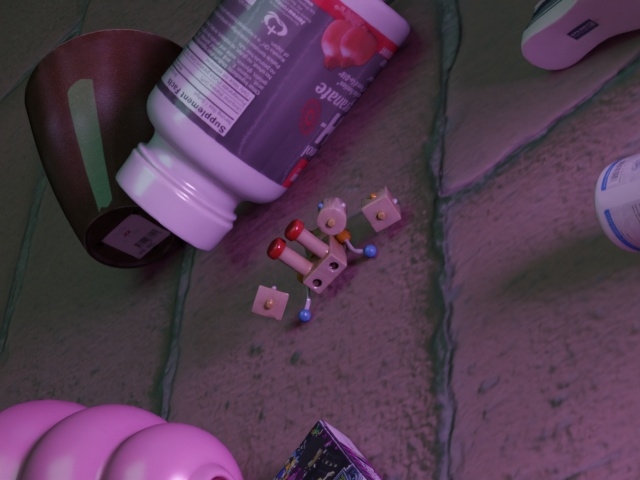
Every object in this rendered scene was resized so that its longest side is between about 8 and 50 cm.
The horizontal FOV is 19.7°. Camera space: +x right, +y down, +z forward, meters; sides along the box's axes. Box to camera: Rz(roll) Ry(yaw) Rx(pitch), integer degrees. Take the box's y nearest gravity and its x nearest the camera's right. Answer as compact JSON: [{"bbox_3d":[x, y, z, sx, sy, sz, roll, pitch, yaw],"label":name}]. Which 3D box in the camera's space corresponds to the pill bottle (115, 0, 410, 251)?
[{"bbox_3d":[-0.068,-0.151,1.914,0.318,0.176,0.176,-51,24,7],"label":"pill bottle"}]

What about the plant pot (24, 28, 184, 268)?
[{"bbox_3d":[-0.227,-0.088,2.130,0.215,0.215,0.230,-40,42,29],"label":"plant pot"}]

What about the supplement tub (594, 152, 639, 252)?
[{"bbox_3d":[0.253,-0.034,1.305,0.107,0.071,0.071,-17,43,53],"label":"supplement tub"}]

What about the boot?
[{"bbox_3d":[0.243,-0.218,1.564,0.190,0.069,0.086,-25,40,51],"label":"boot"}]

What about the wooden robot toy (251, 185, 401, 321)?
[{"bbox_3d":[0.000,0.000,1.731,0.173,0.076,0.079,-45,15,20],"label":"wooden robot toy"}]

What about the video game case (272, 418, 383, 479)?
[{"bbox_3d":[-0.026,0.275,1.443,0.232,0.042,0.210,-53,24,2],"label":"video game case"}]

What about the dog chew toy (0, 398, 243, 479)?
[{"bbox_3d":[-0.195,0.237,1.632,0.332,0.206,0.207,-12,47,45],"label":"dog chew toy"}]
